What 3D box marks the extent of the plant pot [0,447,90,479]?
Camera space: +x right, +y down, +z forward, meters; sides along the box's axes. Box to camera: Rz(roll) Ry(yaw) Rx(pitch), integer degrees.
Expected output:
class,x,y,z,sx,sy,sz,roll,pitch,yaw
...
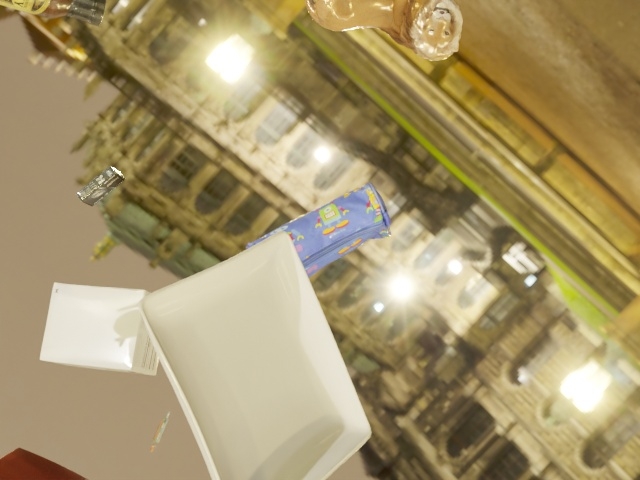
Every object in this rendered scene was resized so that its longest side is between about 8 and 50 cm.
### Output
class,x,y,z,sx,sy,sz,roll,pitch,yaw
plant pot,-0.528,0.518,1.597,0.235,0.267,0.267,43,-173,3

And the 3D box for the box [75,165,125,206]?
class,x,y,z,sx,sy,sz,roll,pitch,yaw
box,-0.407,-0.100,1.719,0.018,0.083,0.067,50,178,7

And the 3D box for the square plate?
class,x,y,z,sx,sy,sz,roll,pitch,yaw
square plate,-0.084,0.192,1.291,0.344,0.049,0.347,-28,-84,-55

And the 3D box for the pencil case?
class,x,y,z,sx,sy,sz,roll,pitch,yaw
pencil case,0.000,0.000,1.874,0.119,0.306,0.133,65,175,-36

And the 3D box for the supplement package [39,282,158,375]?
class,x,y,z,sx,sy,sz,roll,pitch,yaw
supplement package,-0.552,0.228,2.371,0.261,0.204,0.145,4,167,17

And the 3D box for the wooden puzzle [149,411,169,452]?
class,x,y,z,sx,sy,sz,roll,pitch,yaw
wooden puzzle,-0.320,0.380,1.838,0.006,0.083,0.049,26,157,-13

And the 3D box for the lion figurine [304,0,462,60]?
class,x,y,z,sx,sy,sz,roll,pitch,yaw
lion figurine,0.111,-0.502,1.960,0.392,0.240,0.142,4,180,20

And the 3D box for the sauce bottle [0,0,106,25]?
class,x,y,z,sx,sy,sz,roll,pitch,yaw
sauce bottle,-0.679,-0.590,2.175,0.344,0.111,0.111,11,-159,-25
